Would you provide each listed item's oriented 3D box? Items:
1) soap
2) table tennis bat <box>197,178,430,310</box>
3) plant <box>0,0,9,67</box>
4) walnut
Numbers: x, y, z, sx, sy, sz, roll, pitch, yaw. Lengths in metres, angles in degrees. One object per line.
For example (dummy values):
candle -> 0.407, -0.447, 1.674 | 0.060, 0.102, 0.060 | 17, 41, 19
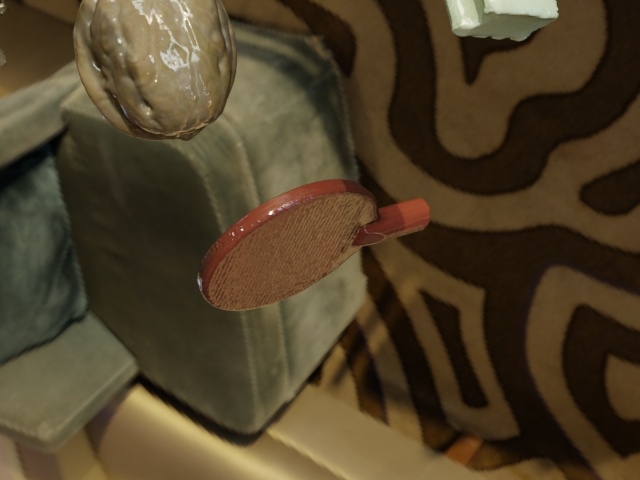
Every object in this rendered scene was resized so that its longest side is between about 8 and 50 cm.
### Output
soap -> 0.161, -0.300, 1.102 | 0.063, 0.114, 0.198 | -23, 79, 47
table tennis bat -> 0.000, 0.000, 1.675 | 0.051, 0.414, 0.268 | 56, 141, 26
plant -> -0.592, -0.372, 1.838 | 0.142, 0.131, 0.203 | 21, 129, 36
walnut -> -0.200, -0.226, 1.376 | 0.224, 0.224, 0.224 | 28, 142, 24
